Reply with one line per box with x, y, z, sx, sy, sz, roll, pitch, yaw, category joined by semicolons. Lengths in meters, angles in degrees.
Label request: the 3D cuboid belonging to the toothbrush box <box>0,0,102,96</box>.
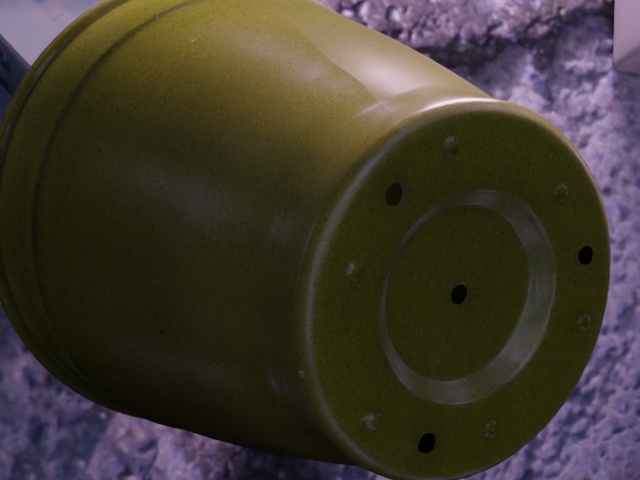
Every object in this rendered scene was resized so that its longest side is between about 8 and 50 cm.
-0.203;-0.233;1.101;0.295;0.126;0.216;46;73;-3;toothbrush box

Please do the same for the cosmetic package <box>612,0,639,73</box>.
0.416;-0.385;1.268;0.230;0.161;0.453;5;80;-14;cosmetic package

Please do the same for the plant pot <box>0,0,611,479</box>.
0.000;0.000;0.931;0.366;0.353;0.366;-8;104;-31;plant pot
